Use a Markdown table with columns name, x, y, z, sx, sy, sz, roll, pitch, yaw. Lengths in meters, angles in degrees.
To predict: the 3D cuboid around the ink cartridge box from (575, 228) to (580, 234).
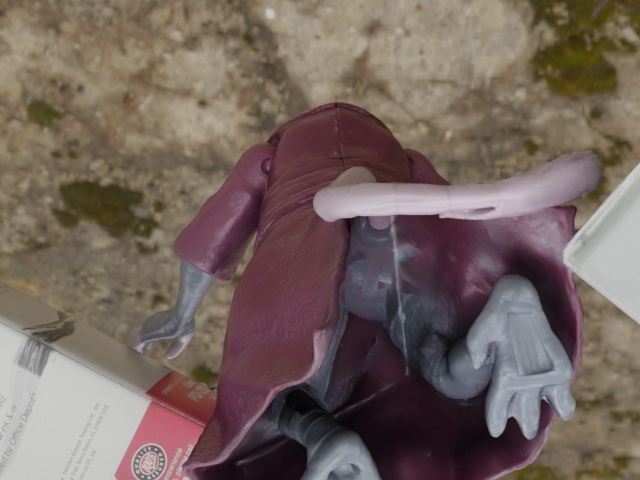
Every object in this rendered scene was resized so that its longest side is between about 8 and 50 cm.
| name | x | y | z | sx | sy | sz | roll | pitch | yaw |
| --- | --- | --- | --- | --- | --- | --- | --- | --- | --- |
| ink cartridge box | 0.337 | 0.037 | 0.884 | 0.311 | 0.186 | 0.065 | 1 | 107 | -24 |

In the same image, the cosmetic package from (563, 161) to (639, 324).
| name | x | y | z | sx | sy | sz | roll | pitch | yaw |
| --- | --- | --- | --- | --- | --- | --- | --- | --- | --- |
| cosmetic package | 0.312 | 0.072 | 0.577 | 0.385 | 0.217 | 0.156 | 42 | 101 | 12 |

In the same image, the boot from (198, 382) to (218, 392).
| name | x | y | z | sx | sy | sz | roll | pitch | yaw |
| --- | --- | --- | --- | --- | --- | --- | --- | --- | --- |
| boot | -0.089 | 0.144 | 0.992 | 0.258 | 0.095 | 0.123 | -42 | 112 | 2 |

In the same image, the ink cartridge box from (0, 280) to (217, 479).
| name | x | y | z | sx | sy | sz | roll | pitch | yaw |
| --- | --- | --- | --- | --- | --- | --- | --- | --- | --- |
| ink cartridge box | -0.187 | 0.127 | 0.809 | 0.217 | 0.092 | 0.159 | 27 | 97 | 1 |

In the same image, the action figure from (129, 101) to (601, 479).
| name | x | y | z | sx | sy | sz | roll | pitch | yaw |
| --- | --- | --- | --- | --- | --- | --- | --- | --- | --- |
| action figure | 0.000 | 0.000 | 0.758 | 0.248 | 0.370 | 0.276 | -5 | 123 | -5 |
